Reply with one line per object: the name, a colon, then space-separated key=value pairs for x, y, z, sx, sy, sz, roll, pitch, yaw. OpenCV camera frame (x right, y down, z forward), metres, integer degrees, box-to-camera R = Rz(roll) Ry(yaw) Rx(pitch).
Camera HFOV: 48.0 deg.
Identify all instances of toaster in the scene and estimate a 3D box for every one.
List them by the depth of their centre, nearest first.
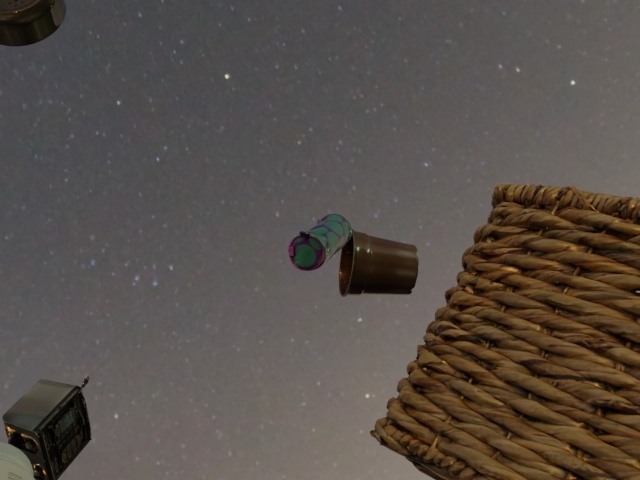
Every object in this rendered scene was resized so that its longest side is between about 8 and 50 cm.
toaster: x=-0.581 y=0.404 z=1.547 sx=0.110 sy=0.186 sz=0.168 roll=10 pitch=-59 yaw=16

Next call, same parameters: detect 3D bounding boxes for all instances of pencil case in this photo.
pencil case: x=0.000 y=0.000 z=1.209 sx=0.151 sy=0.070 sz=0.065 roll=-35 pitch=-42 yaw=-65

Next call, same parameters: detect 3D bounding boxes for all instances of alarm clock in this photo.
alarm clock: x=-0.439 y=-0.326 z=1.011 sx=0.129 sy=0.192 sz=0.064 roll=19 pitch=-23 yaw=4

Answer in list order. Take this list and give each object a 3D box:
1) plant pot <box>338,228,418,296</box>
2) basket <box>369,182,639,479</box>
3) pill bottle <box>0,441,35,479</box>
plant pot: x=0.141 y=0.062 z=1.729 sx=0.165 sy=0.167 sz=0.167 roll=6 pitch=-44 yaw=-8
basket: x=0.231 y=0.118 z=0.481 sx=0.213 sy=0.299 sz=0.223 roll=42 pitch=-109 yaw=-39
pill bottle: x=-0.365 y=0.310 z=0.768 sx=0.131 sy=0.229 sz=0.131 roll=-3 pitch=-80 yaw=-19
